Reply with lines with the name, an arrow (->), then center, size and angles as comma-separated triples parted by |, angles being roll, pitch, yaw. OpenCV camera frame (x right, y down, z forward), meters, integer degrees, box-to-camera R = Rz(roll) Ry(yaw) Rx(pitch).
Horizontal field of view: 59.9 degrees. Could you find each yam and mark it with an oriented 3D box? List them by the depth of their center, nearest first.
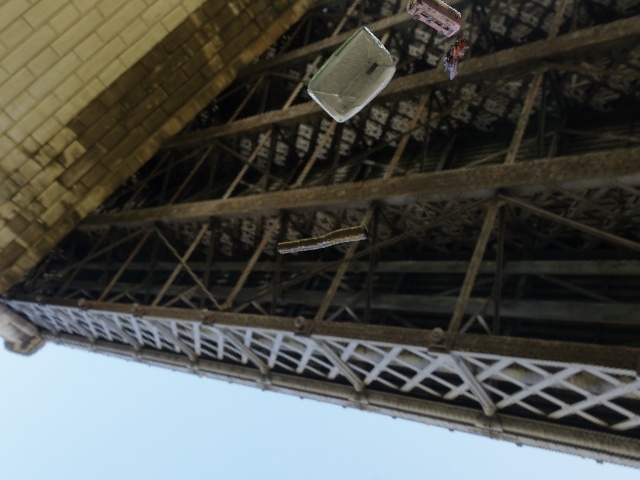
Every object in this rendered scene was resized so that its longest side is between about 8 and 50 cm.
yam -> 0.000, 0.000, 1.727 | 0.326, 0.045, 0.045 | -11, -98, 34

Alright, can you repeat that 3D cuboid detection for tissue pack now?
tissue pack -> 0.110, -0.552, 1.872 | 0.266, 0.194, 0.356 | -44, -172, 15

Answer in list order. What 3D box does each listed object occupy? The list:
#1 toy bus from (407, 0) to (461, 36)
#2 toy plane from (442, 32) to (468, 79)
toy bus -> 0.407, -0.801, 1.967 | 0.090, 0.203, 0.063 | -26, -132, 59
toy plane -> 0.448, -0.609, 1.883 | 0.061, 0.189, 0.130 | 31, -105, 8
